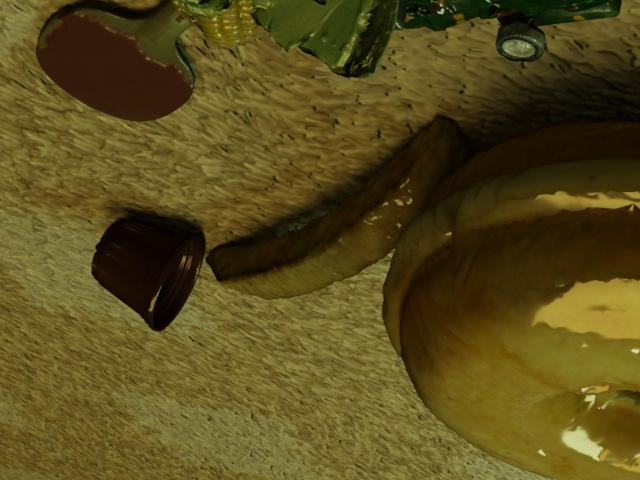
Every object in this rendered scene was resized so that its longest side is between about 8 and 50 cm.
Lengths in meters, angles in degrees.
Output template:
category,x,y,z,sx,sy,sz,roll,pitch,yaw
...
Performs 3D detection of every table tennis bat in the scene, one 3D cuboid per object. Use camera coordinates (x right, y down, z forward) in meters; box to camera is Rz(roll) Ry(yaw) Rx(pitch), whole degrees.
category,x,y,z,sx,sy,sz,roll,pitch,yaw
table tennis bat,-0.153,-0.157,0.966,0.131,0.022,0.234,33,149,-23

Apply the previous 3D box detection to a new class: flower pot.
category,x,y,z,sx,sy,sz,roll,pitch,yaw
flower pot,-0.184,0.027,1.218,0.089,0.111,0.111,25,152,11

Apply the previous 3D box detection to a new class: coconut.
category,x,y,z,sx,sy,sz,roll,pitch,yaw
coconut,-0.012,-0.155,0.659,0.158,0.055,0.133,38,129,19

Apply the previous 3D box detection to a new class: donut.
category,x,y,z,sx,sy,sz,roll,pitch,yaw
donut,0.265,0.073,0.925,0.449,0.198,0.449,11,149,7

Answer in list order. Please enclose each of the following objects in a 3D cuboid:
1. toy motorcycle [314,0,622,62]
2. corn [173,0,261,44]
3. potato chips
category,x,y,z,sx,sy,sz,roll,pitch,yaw
toy motorcycle,0.103,-0.184,0.673,0.275,0.124,0.187,-2,154,33
corn,-0.075,-0.227,0.727,0.101,0.101,0.291,13,153,9
potato chips,0.000,0.000,1.091,0.057,0.080,0.407,21,153,-26
